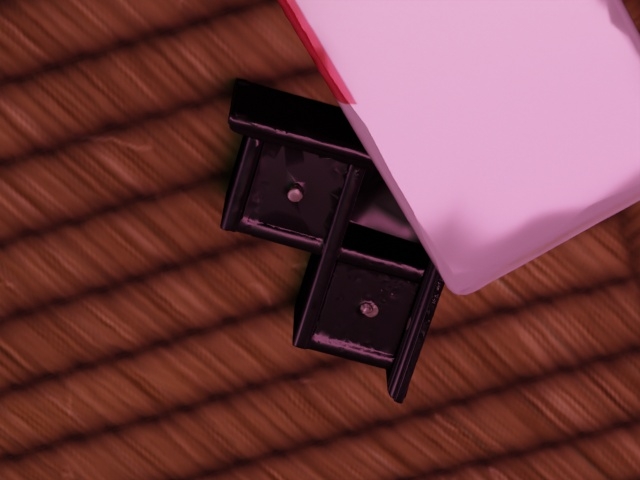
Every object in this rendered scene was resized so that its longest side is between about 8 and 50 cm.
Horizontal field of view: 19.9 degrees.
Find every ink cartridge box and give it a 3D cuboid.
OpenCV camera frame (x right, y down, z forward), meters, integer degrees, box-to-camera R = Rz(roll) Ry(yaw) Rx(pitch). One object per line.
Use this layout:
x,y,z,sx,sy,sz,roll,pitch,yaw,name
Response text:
0.048,-0.127,0.787,0.114,0.273,0.197,-29,109,8,ink cartridge box

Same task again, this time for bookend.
0.000,0.000,1.140,0.157,0.072,0.156,16,112,-6,bookend
